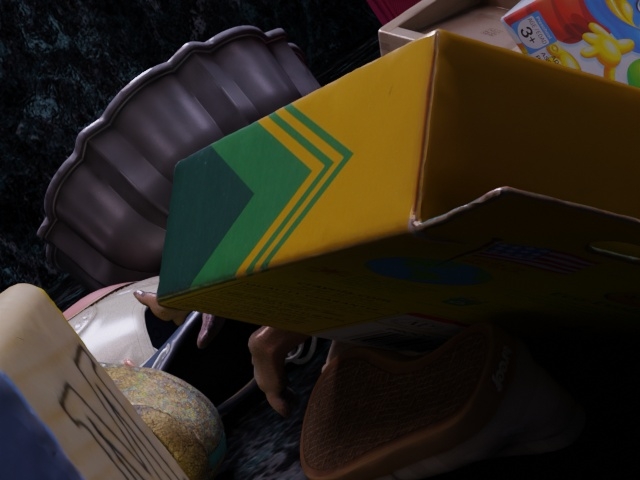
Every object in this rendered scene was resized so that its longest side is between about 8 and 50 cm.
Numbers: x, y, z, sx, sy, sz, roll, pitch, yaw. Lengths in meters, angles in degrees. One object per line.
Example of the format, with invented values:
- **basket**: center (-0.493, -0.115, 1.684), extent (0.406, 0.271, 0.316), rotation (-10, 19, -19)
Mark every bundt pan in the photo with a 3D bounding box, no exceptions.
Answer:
- **bundt pan**: center (-0.104, -0.043, 1.385), extent (0.330, 0.124, 0.331), rotation (-35, -24, -18)

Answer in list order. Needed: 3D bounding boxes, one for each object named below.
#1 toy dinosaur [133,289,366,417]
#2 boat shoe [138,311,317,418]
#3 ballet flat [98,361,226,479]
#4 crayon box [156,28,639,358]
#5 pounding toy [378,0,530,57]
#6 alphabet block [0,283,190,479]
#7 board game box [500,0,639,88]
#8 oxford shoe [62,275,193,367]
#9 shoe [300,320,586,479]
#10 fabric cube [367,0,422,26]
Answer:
- **toy dinosaur**: center (0.015, -0.014, 0.855), extent (0.295, 0.127, 0.200), rotation (-1, -50, -56)
- **boat shoe**: center (-0.055, 0.061, 1.065), extent (0.254, 0.095, 0.079), rotation (-41, 9, -22)
- **ballet flat**: center (-0.222, 0.118, 0.962), extent (0.348, 0.123, 0.123), rotation (8, 29, 21)
- **crayon box**: center (0.078, -0.006, 0.628), extent (0.318, 0.202, 0.081), rotation (-15, 65, 62)
- **pounding toy**: center (0.104, -0.109, 0.981), extent (0.130, 0.100, 0.141), rotation (22, 46, 38)
- **alphabet block**: center (-0.169, 0.158, 0.690), extent (0.192, 0.193, 0.197), rotation (-34, 9, 1)
- **board game box**: center (0.267, -0.152, 0.829), extent (0.144, 0.142, 0.275), rotation (-42, 11, -32)
- **oxford shoe**: center (-0.190, 0.128, 1.104), extent (0.146, 0.140, 0.397), rotation (-20, 19, 35)
- **shoe**: center (0.050, 0.090, 0.700), extent (0.219, 0.058, 0.077), rotation (-26, 45, 63)
- **fabric cube**: center (0.176, -0.254, 1.316), extent (0.259, 0.258, 0.254), rotation (-35, 10, 5)
